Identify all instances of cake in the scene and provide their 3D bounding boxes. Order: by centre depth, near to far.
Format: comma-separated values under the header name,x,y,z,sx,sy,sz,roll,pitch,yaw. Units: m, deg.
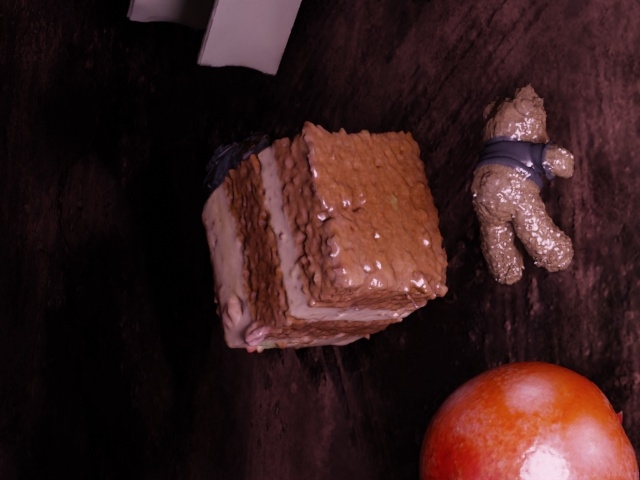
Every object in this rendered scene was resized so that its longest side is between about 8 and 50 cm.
name,x,y,z,sx,sy,sz,roll,pitch,yaw
cake,0.000,0.000,1.724,0.290,0.255,0.282,-26,68,40

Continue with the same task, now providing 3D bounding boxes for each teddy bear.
name,x,y,z,sx,sy,sz,roll,pitch,yaw
teddy bear,0.248,-0.072,1.543,0.182,0.129,0.251,-8,83,45

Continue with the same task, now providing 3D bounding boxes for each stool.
name,x,y,z,sx,sy,sz,roll,pitch,yaw
stool,-0.160,-0.443,1.979,0.243,0.170,0.270,38,117,42

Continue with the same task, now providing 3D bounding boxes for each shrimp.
name,x,y,z,sx,sy,sz,roll,pitch,yaw
shrimp,-0.154,-0.112,2.036,0.090,0.079,0.233,45,136,-6

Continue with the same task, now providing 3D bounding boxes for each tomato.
name,x,y,z,sx,sy,sz,roll,pitch,yaw
tomato,0.243,0.283,1.452,0.265,0.265,0.265,-2,87,48
